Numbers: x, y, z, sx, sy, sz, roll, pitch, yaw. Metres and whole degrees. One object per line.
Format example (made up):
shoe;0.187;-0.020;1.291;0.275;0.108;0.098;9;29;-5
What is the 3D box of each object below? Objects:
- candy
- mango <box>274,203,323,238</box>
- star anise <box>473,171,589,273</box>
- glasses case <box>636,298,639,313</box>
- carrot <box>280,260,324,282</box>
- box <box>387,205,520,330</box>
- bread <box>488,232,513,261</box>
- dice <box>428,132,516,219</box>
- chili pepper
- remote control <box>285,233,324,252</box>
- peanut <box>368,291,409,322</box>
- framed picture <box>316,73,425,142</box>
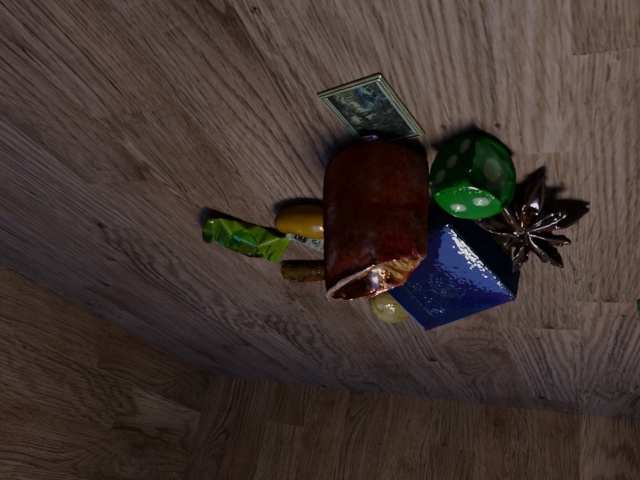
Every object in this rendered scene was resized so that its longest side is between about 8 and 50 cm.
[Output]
candy;-0.218;-0.005;1.653;0.247;0.069;0.149;21;148;-7
mango;-0.045;-0.051;1.471;0.184;0.084;0.102;6;158;36
star anise;0.445;-0.040;1.240;0.283;0.129;0.212;35;141;-24
glasses case;0.982;0.199;1.581;0.184;0.039;0.078;17;154;-11
carrot;-0.019;0.097;1.787;0.229;0.068;0.069;-3;151;27
box;0.291;0.070;1.394;0.261;0.116;0.279;44;135;-16
bread;0.429;0.031;1.432;0.106;0.082;0.125;-9;131;20
dice;0.297;-0.123;1.117;0.131;0.128;0.120;25;153;-29
chili pepper;0.121;-0.030;1.178;0.252;0.305;0.229;-19;150;35
remote control;0.000;0.000;1.581;0.190;0.029;0.087;23;149;-5
peanut;0.224;0.211;1.853;0.141;0.109;0.159;-9;149;36
framed picture;0.099;-0.240;1.096;0.142;0.011;0.183;-8;148;35
